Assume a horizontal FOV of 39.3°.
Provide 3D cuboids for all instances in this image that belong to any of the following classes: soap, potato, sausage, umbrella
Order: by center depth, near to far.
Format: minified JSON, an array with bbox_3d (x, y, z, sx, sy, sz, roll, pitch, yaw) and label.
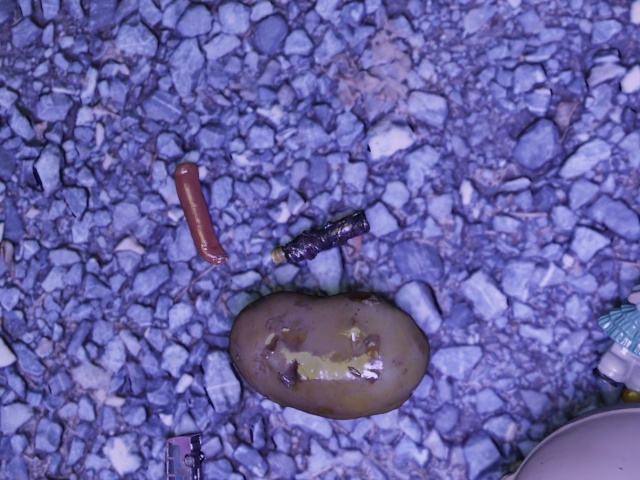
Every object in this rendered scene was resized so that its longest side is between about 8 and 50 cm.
[{"bbox_3d":[0.411,0.178,1.092,0.089,0.012,0.034,-29,78,14],"label":"soap"},{"bbox_3d":[0.008,0.146,1.151,0.262,0.165,0.165,1,87,13],"label":"potato"},{"bbox_3d":[0.000,0.000,1.220,0.143,0.037,0.040,-22,54,14],"label":"umbrella"},{"bbox_3d":[-0.174,-0.037,1.279,0.042,0.036,0.158,-26,80,26],"label":"sausage"}]

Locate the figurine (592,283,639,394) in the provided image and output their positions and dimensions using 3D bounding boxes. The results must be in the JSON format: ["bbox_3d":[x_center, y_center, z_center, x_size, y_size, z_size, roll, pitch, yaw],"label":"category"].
[{"bbox_3d":[0.419,0.071,1.051,0.137,0.110,0.246,28,100,15],"label":"figurine"}]

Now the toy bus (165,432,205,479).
[{"bbox_3d":[-0.191,0.338,1.261,0.052,0.037,0.131,-3,87,22],"label":"toy bus"}]

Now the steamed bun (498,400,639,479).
[{"bbox_3d":[0.360,0.358,0.943,0.333,0.334,0.374,-23,81,15],"label":"steamed bun"}]
